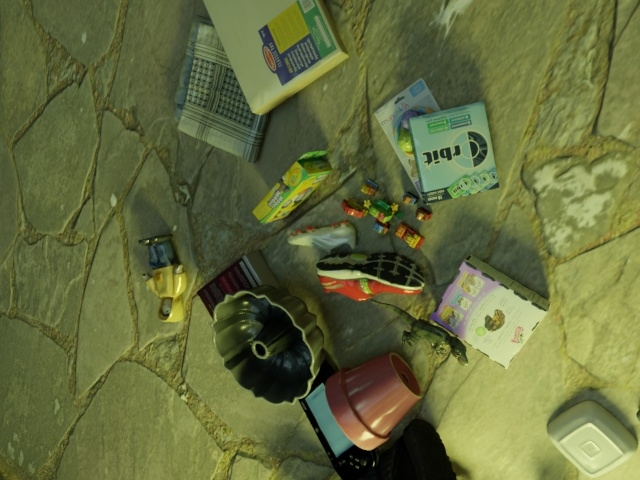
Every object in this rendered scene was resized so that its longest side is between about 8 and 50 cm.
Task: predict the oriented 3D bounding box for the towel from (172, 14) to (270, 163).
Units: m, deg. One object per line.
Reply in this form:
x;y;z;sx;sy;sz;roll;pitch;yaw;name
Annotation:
-0.267;-0.412;1.306;0.324;0.056;0.312;29;114;22;towel

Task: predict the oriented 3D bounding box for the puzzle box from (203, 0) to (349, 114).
-0.131;-0.550;1.167;0.272;0.052;0.409;-26;84;25;puzzle box

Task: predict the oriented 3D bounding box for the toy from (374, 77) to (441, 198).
0.220;-0.224;1.068;0.137;0.056;0.237;-32;85;29;toy

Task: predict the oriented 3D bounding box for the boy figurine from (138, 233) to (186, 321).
-0.507;0.126;1.552;0.177;0.092;0.285;-6;95;28;boy figurine

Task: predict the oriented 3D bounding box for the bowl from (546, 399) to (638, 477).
0.573;0.428;1.021;0.142;0.053;0.142;46;119;15;bowl

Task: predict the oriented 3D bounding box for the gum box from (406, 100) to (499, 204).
0.279;-0.183;1.014;0.157;0.041;0.184;-13;96;2;gum box

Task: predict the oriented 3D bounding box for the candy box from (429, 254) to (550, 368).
0.370;0.154;1.062;0.196;0.070;0.165;34;116;20;candy box

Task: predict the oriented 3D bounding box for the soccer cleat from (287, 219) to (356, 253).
0.000;0.000;1.244;0.196;0.068;0.076;-9;100;28;soccer cleat

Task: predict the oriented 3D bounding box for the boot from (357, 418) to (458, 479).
0.212;0.636;1.144;0.131;0.348;0.260;27;114;-15;boot

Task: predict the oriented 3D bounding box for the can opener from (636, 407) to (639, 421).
0.733;0.298;0.884;0.093;0.074;0.280;51;120;11;can opener

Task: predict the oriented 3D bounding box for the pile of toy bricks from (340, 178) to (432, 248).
0.148;-0.066;1.117;0.212;0.105;0.118;35;116;19;pile of toy bricks

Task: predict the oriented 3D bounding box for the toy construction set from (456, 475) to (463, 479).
0.428;0.679;1.105;0.327;0.151;0.215;5;128;37;toy construction set

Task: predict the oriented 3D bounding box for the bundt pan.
-0.127;0.259;1.274;0.330;0.124;0.331;12;115;27;bundt pan

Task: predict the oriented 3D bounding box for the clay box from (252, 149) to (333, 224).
-0.061;-0.134;1.210;0.222;0.127;0.053;-43;80;31;clay box

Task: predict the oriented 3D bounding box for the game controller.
0.033;0.481;1.300;0.166;0.067;0.319;-47;62;28;game controller

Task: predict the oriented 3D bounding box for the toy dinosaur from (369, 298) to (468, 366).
0.238;0.220;1.134;0.268;0.064;0.118;26;151;34;toy dinosaur

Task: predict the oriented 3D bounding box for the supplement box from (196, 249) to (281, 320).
-0.243;0.145;1.412;0.239;0.073;0.130;-34;84;30;supplement box

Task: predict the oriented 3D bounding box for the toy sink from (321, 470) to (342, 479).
0.030;0.747;1.351;0.234;0.153;0.131;-44;78;31;toy sink

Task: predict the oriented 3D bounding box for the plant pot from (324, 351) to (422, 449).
0.141;0.378;1.189;0.180;0.201;0.201;-40;80;15;plant pot

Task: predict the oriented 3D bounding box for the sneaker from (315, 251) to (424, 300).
0.125;0.099;1.191;0.279;0.107;0.118;6;128;27;sneaker
